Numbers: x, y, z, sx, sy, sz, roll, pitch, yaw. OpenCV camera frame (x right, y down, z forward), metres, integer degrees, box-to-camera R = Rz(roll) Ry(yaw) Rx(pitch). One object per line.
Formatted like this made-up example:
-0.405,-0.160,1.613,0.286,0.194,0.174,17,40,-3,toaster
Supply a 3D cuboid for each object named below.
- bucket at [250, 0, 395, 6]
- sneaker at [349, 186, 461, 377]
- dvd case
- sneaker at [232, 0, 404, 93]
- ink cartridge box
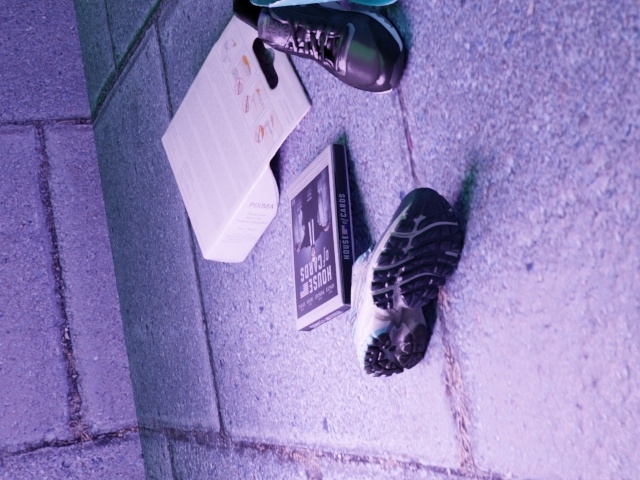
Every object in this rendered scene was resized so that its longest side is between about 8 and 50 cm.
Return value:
0.011,-0.406,1.050,0.281,0.183,0.281,173,90,-66,bucket
0.082,0.039,1.115,0.122,0.110,0.283,-118,32,-43,sneaker
0.000,0.000,1.323,0.179,0.030,0.238,142,128,-62,dvd case
-0.014,-0.265,1.177,0.283,0.124,0.107,41,133,39,sneaker
-0.133,-0.197,1.580,0.385,0.091,0.308,-51,49,36,ink cartridge box
